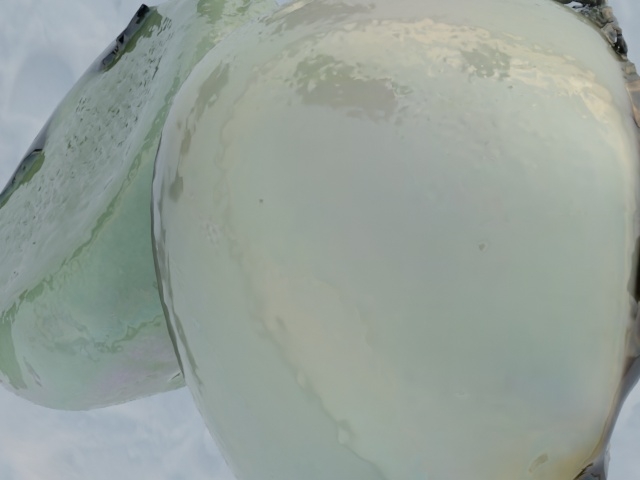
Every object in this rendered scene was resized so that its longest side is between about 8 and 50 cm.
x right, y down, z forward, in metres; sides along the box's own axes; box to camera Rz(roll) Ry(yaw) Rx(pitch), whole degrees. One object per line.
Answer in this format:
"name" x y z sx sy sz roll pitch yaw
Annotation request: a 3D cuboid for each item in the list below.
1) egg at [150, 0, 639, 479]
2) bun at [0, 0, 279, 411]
"egg" 0.011 0.024 0.572 0.174 0.264 0.286 5 110 -15
"bun" -0.085 -0.007 0.859 0.187 0.293 0.293 31 74 -25
